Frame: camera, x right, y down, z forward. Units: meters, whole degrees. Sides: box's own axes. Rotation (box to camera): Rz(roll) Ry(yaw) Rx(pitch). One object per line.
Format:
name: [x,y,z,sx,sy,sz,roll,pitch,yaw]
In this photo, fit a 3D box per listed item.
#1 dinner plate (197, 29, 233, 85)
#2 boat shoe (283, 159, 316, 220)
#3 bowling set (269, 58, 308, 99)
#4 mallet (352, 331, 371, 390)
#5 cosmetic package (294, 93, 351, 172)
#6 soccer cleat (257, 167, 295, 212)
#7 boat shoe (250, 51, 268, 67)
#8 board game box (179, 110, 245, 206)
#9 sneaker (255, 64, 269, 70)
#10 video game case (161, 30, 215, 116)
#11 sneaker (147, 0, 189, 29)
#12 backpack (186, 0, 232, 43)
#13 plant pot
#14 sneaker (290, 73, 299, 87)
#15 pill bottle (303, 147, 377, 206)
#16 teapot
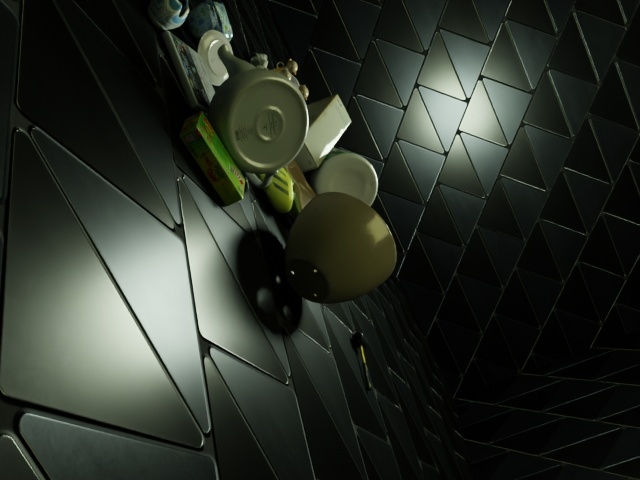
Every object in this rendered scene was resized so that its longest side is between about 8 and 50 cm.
dinner plate: [-0.270,-0.481,1.514,0.141,0.017,0.141,-16,109,-56]
boat shoe: [-0.078,-0.123,1.658,0.103,0.092,0.285,-29,92,-56]
bowling set: [-0.130,-0.546,2.142,0.287,0.154,0.200,66,11,1]
mallet: [0.137,0.379,1.789,0.062,0.039,0.189,54,21,-56]
cosmetic package: [-0.037,-0.334,1.831,0.113,0.160,0.309,60,37,-24]
soccer cleat: [-0.156,-0.205,1.556,0.121,0.093,0.289,-7,76,-47]
boat shoe: [-0.235,-0.666,2.159,0.063,0.066,0.184,13,36,-16]
board game box: [-0.223,-0.171,1.207,0.181,0.043,0.092,60,12,-30]
sneaker: [-0.192,-0.509,1.926,0.153,0.094,0.235,57,21,-75]
video game case: [-0.297,-0.381,1.364,0.173,0.022,0.190,2,65,-78]
sneaker: [-0.340,-0.549,1.349,0.085,0.086,0.237,58,12,-27]
backpack: [-0.302,-0.581,1.558,0.084,0.105,0.114,-29,99,-57]
plant pot: [0.020,0.048,1.428,0.191,0.284,0.284,-44,114,-41]
sneaker: [-0.117,-0.549,2.405,0.152,0.114,0.305,130,-60,-87]
pill bottle: [0.037,-0.203,1.902,0.204,0.204,0.361,62,-7,-19]
teapot: [-0.164,-0.280,1.349,0.252,0.256,0.187,28,-1,-40]
